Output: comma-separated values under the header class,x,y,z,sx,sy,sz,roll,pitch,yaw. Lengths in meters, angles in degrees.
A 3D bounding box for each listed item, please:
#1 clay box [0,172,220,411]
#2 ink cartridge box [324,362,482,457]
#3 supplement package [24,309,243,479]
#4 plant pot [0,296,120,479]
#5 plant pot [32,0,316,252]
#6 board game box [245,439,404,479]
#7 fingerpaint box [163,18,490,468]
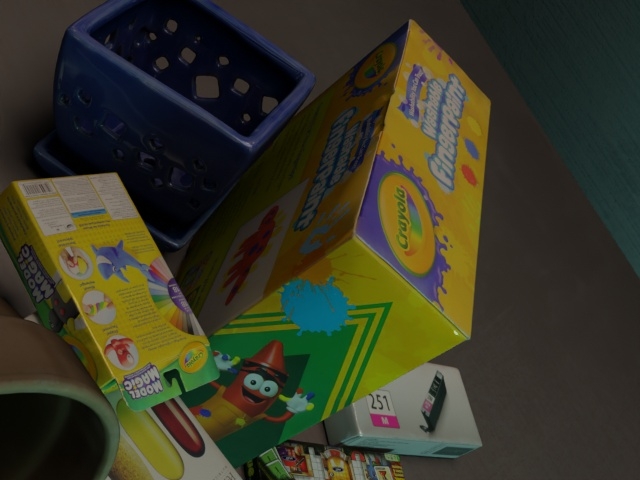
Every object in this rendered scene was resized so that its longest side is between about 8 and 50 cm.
class,x,y,z,sx,sy,sz,roll,pitch,yaw
clay box,-0.189,0.048,0.806,0.127,0.053,0.222,-13,71,-57
ink cartridge box,0.099,0.183,1.290,0.275,0.060,0.239,16,50,-44
supplement package,-0.212,0.186,0.824,0.244,0.134,0.139,53,32,-3
plant pot,-0.345,0.099,0.617,0.323,0.323,0.280,-3,47,-53
plant pot,-0.177,-0.140,1.062,0.236,0.212,0.236,34,34,-3
board game box,0.018,0.315,1.097,0.259,0.030,0.136,19,49,-42
fingerpaint box,0.000,0.000,1.044,0.163,0.371,0.445,42,34,-19
